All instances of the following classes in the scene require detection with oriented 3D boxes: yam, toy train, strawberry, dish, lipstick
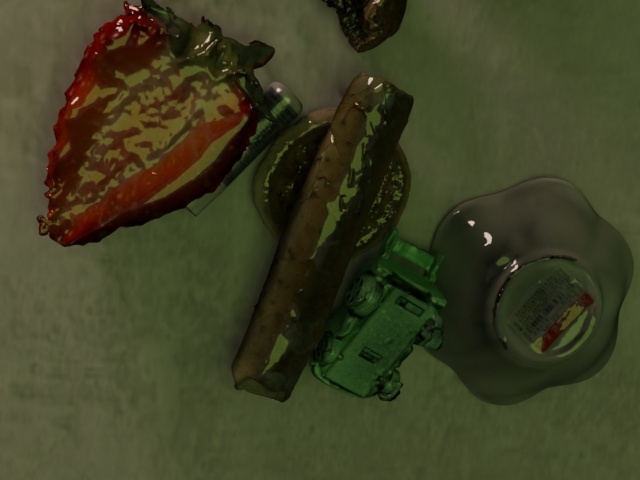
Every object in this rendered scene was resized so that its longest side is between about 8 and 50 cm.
[{"bbox_3d":[0.000,0.000,1.540,0.071,0.067,0.317,21,101,-12],"label":"yam"},{"bbox_3d":[0.054,0.073,1.591,0.099,0.081,0.149,27,115,-21],"label":"toy train"},{"bbox_3d":[-0.146,-0.090,1.492,0.174,0.098,0.228,23,99,-14],"label":"strawberry"},{"bbox_3d":[0.205,0.058,1.620,0.229,0.081,0.229,-3,104,-13],"label":"dish"},{"bbox_3d":[-0.076,-0.083,1.540,0.141,0.040,0.040,-44,109,-1],"label":"lipstick"}]

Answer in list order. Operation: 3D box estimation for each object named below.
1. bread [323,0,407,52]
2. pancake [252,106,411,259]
[{"bbox_3d":[0.037,-0.229,1.523,0.082,0.060,0.113,-39,107,0],"label":"bread"},{"bbox_3d":[0.012,-0.047,1.576,0.151,0.025,0.152,-5,109,-15],"label":"pancake"}]
